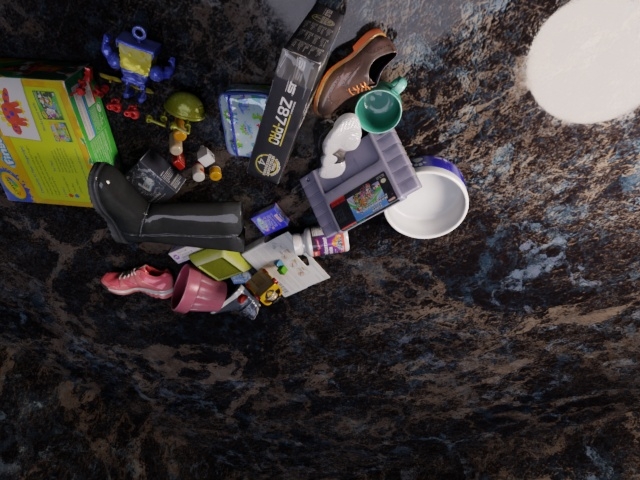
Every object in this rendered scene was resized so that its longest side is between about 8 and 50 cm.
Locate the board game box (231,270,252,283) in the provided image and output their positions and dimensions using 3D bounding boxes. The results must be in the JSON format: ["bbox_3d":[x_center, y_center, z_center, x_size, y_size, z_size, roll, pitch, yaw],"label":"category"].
[{"bbox_3d":[-0.333,0.140,1.870,0.090,0.020,0.090,-8,129,16],"label":"board game box"}]

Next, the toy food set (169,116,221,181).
[{"bbox_3d":[-0.423,-0.293,1.483,0.111,0.104,0.232,-28,140,13],"label":"toy food set"}]

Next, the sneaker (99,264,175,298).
[{"bbox_3d":[-0.772,0.152,1.915,0.313,0.116,0.136,6,121,-5],"label":"sneaker"}]

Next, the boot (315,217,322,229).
[{"bbox_3d":[-0.003,-0.100,1.552,0.045,0.099,0.121,-23,123,24],"label":"boot"}]

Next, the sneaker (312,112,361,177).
[{"bbox_3d":[0.036,-0.308,1.307,0.101,0.153,0.268,-5,155,-16],"label":"sneaker"}]

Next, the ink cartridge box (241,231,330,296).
[{"bbox_3d":[-0.131,0.084,1.761,0.239,0.060,0.275,-26,121,27],"label":"ink cartridge box"}]

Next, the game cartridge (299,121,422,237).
[{"bbox_3d":[0.116,-0.176,1.411,0.355,0.068,0.230,-29,76,29],"label":"game cartridge"}]

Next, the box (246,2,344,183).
[{"bbox_3d":[-0.060,-0.378,1.128,0.097,0.395,0.318,20,130,-5],"label":"box"}]

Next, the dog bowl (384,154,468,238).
[{"bbox_3d":[0.338,-0.138,1.459,0.264,0.104,0.265,5,131,6],"label":"dog bowl"}]

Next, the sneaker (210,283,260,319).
[{"bbox_3d":[-0.366,0.299,1.969,0.226,0.086,0.163,-32,116,30],"label":"sneaker"}]

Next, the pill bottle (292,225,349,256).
[{"bbox_3d":[0.000,0.000,1.607,0.193,0.108,0.108,-9,130,0],"label":"pill bottle"}]

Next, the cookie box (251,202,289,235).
[{"bbox_3d":[-0.182,-0.077,1.642,0.107,0.040,0.092,-22,124,26],"label":"cookie box"}]

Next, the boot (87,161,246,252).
[{"bbox_3d":[-0.474,-0.101,1.478,0.445,0.146,0.367,6,149,-1],"label":"boot"}]

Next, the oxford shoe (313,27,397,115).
[{"bbox_3d":[0.088,-0.429,1.204,0.271,0.098,0.097,-46,154,23],"label":"oxford shoe"}]

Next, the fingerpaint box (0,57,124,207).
[{"bbox_3d":[-0.883,-0.338,1.455,0.371,0.163,0.445,4,131,5],"label":"fingerpaint box"}]

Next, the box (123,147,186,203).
[{"bbox_3d":[-0.588,-0.206,1.566,0.156,0.093,0.158,-30,119,30],"label":"box"}]

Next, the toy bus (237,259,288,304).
[{"bbox_3d":[-0.198,0.189,1.697,0.191,0.202,0.104,-17,126,29],"label":"toy bus"}]

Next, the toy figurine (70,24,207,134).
[{"bbox_3d":[-0.495,-0.477,1.262,0.362,0.191,0.217,18,126,-7],"label":"toy figurine"}]

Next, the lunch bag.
[{"bbox_3d":[-0.214,-0.359,1.375,0.176,0.090,0.219,7,130,7],"label":"lunch bag"}]

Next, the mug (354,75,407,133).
[{"bbox_3d":[0.178,-0.387,1.276,0.157,0.097,0.129,-12,127,18],"label":"mug"}]

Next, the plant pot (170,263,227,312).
[{"bbox_3d":[-0.494,0.211,1.860,0.180,0.201,0.201,19,133,-28],"label":"plant pot"}]

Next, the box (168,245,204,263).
[{"bbox_3d":[-0.442,0.005,1.743,0.324,0.063,0.067,-19,125,24],"label":"box"}]

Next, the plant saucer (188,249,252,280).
[{"bbox_3d":[-0.389,0.096,1.766,0.188,0.045,0.188,-19,140,24],"label":"plant saucer"}]
